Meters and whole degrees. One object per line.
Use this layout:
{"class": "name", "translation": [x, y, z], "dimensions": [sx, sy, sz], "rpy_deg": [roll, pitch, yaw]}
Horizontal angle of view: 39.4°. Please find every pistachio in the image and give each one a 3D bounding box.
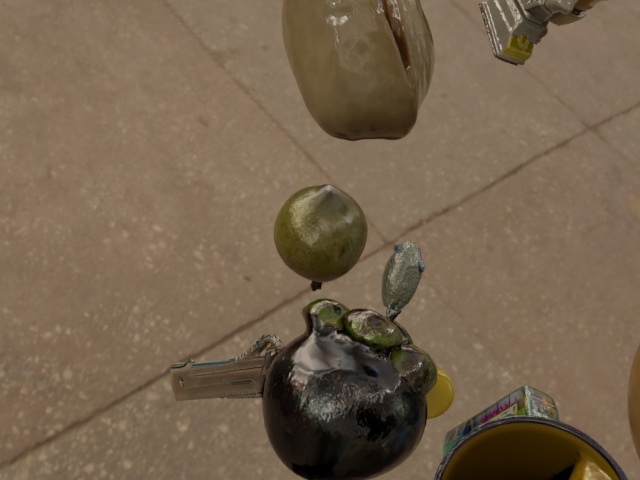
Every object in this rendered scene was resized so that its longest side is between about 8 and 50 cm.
{"class": "pistachio", "translation": [0.026, -0.143, 0.625], "dimensions": [0.113, 0.149, 0.113], "rpy_deg": [-14, 29, 8]}

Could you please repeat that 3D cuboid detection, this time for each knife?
{"class": "knife", "translation": [-0.147, 0.206, 1.390], "dimensions": [0.043, 0.365, 0.089], "rpy_deg": [11, 72, -32]}

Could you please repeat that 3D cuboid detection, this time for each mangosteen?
{"class": "mangosteen", "translation": [0.037, 0.198, 1.179], "dimensions": [0.242, 0.243, 0.243], "rpy_deg": [19, 43, -18]}

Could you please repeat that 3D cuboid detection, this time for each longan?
{"class": "longan", "translation": [0.000, 0.000, 1.362], "dimensions": [0.145, 0.176, 0.154], "rpy_deg": [12, 21, 27]}

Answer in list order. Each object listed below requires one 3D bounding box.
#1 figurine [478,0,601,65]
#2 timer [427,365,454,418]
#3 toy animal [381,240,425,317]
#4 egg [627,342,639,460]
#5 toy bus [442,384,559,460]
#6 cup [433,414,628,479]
{"class": "figurine", "translation": [0.376, -0.395, 1.327], "dimensions": [0.143, 0.308, 0.309], "rpy_deg": [33, 39, -17]}
{"class": "timer", "translation": [0.207, 0.295, 1.725], "dimensions": [0.107, 0.107, 0.109], "rpy_deg": [22, 13, -14]}
{"class": "toy animal", "translation": [0.144, 0.108, 1.639], "dimensions": [0.070, 0.079, 0.253], "rpy_deg": [14, 58, -6]}
{"class": "egg", "translation": [0.550, 0.219, 1.178], "dimensions": [0.282, 0.352, 0.283], "rpy_deg": [3, 25, -1]}
{"class": "toy bus", "translation": [0.332, 0.364, 1.671], "dimensions": [0.091, 0.261, 0.109], "rpy_deg": [26, 45, -22]}
{"class": "cup", "translation": [0.167, 0.322, 0.873], "dimensions": [0.254, 0.256, 0.178], "rpy_deg": [-27, 56, -9]}
